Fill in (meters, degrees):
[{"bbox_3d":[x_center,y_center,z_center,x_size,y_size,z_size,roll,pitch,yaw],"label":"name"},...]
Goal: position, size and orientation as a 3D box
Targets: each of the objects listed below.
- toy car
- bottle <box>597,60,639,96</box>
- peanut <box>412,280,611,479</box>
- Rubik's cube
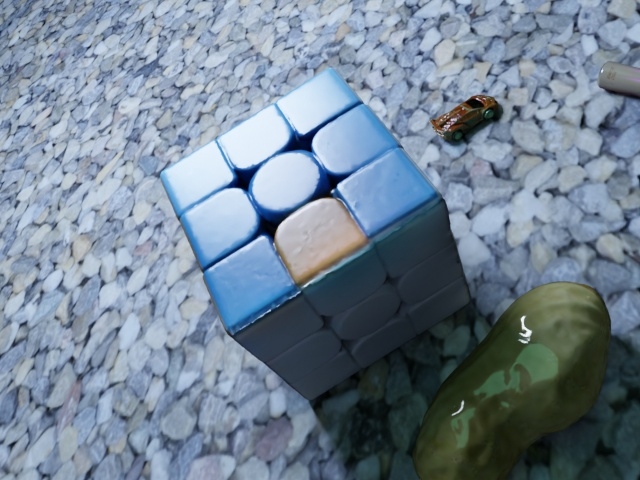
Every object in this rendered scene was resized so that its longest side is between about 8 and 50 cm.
[{"bbox_3d":[0.256,-0.221,1.089,0.122,0.035,0.059,-35,45,1],"label":"toy car"},{"bbox_3d":[0.501,-0.257,0.993,0.096,0.045,0.045,28,71,37],"label":"bottle"},{"bbox_3d":[0.238,0.176,0.737,0.319,0.147,0.147,-44,50,-13],"label":"peanut"},{"bbox_3d":[0.000,0.000,0.863,0.290,0.291,0.292,-32,55,-1],"label":"Rubik's cube"}]
